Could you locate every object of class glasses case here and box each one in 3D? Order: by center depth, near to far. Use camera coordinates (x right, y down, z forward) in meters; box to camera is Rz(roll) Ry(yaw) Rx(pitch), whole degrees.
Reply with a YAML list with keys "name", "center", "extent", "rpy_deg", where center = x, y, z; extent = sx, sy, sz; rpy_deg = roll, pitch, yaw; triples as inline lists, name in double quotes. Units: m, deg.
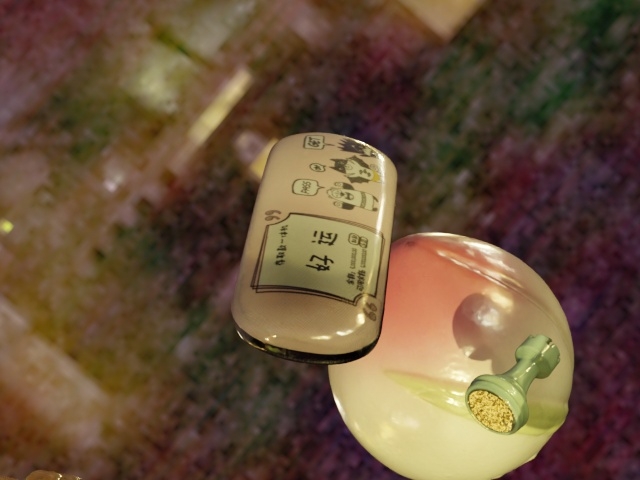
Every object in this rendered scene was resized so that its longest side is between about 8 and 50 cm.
- name: "glasses case"
  center: [0.000, 0.000, 1.445]
  extent: [0.314, 0.122, 0.075]
  rpy_deg: [-79, -3, -57]

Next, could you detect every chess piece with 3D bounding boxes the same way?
- name: "chess piece"
  center: [0.197, 0.139, 1.724]
  extent: [0.103, 0.067, 0.067]
  rpy_deg: [-43, 1, -35]

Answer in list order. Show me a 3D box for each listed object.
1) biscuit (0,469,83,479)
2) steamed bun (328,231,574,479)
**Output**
- name: "biscuit"
  center: [-0.255, 0.282, 1.338]
  extent: [0.295, 0.044, 0.186]
  rpy_deg: [-46, -42, -64]
- name: "steamed bun"
  center: [0.145, 0.114, 2.029]
  extent: [0.309, 0.309, 0.309]
  rpy_deg: [-49, 7, 8]
